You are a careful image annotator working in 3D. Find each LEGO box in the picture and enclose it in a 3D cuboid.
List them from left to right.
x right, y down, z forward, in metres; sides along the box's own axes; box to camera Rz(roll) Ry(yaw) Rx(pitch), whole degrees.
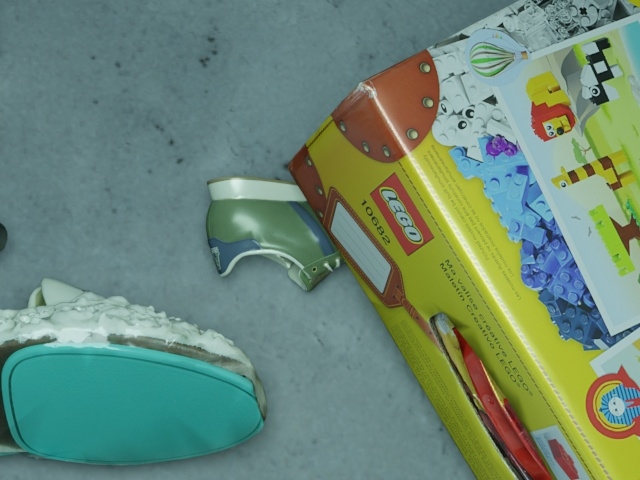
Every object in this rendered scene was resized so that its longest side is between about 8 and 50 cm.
[{"bbox_3d":[0.273,0.045,1.077,0.372,0.193,0.500,-30,86,-22],"label":"LEGO box"}]

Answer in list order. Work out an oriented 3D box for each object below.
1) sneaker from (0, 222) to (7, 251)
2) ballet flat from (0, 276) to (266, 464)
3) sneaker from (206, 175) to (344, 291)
[{"bbox_3d":[-0.354,0.012,1.070,0.222,0.118,0.083,-10,70,16],"label":"sneaker"},{"bbox_3d":[-0.244,0.083,1.036,0.409,0.147,0.147,-1,70,-12],"label":"ballet flat"},{"bbox_3d":[0.000,0.000,1.153,0.192,0.064,0.086,5,83,-14],"label":"sneaker"}]
